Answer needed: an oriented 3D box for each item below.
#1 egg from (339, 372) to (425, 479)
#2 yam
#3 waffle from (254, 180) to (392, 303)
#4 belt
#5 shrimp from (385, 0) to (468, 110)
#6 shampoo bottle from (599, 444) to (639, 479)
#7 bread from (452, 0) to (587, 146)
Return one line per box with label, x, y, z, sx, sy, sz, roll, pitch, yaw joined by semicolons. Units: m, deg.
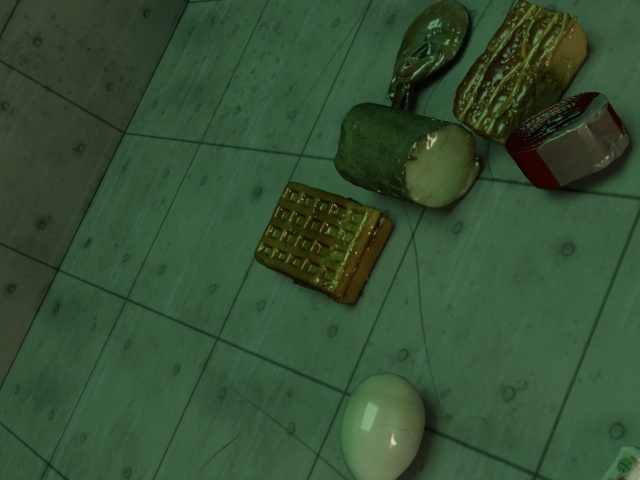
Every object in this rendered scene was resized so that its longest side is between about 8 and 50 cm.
egg;0.111;0.343;1.752;0.151;0.151;0.209;-3;70;48
yam;0.164;-0.178;2.005;0.300;0.195;0.195;24;85;53
waffle;0.000;0.000;2.158;0.327;0.098;0.224;21;85;54
belt;0.447;-0.172;1.738;0.201;0.124;0.128;-25;29;31
shrimp;0.238;-0.410;2.179;0.168;0.077;0.317;3;66;47
shampoo bottle;0.459;0.351;1.435;0.099;0.043;0.072;-57;37;3
bread;0.390;-0.325;1.914;0.275;0.114;0.185;-58;36;6
